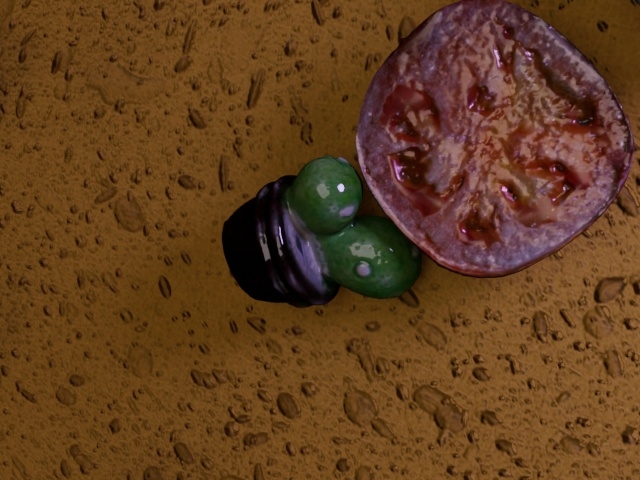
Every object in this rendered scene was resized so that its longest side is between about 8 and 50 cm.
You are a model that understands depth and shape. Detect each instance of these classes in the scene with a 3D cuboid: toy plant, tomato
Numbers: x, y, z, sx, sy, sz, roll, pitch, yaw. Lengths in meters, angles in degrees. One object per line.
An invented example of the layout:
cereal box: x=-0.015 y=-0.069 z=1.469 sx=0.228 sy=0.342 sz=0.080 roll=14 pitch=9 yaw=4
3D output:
toy plant: x=0.000 y=0.000 z=1.336 sx=0.235 sy=0.175 sz=0.218 roll=-17 pitch=121 yaw=26
tomato: x=0.216 y=-0.124 z=1.247 sx=0.338 sy=0.144 sz=0.338 roll=3 pitch=97 yaw=27

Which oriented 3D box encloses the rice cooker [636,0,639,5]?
rice cooker: x=0.466 y=-0.333 z=1.042 sx=0.317 sy=0.317 sz=0.264 roll=-25 pitch=82 yaw=23
